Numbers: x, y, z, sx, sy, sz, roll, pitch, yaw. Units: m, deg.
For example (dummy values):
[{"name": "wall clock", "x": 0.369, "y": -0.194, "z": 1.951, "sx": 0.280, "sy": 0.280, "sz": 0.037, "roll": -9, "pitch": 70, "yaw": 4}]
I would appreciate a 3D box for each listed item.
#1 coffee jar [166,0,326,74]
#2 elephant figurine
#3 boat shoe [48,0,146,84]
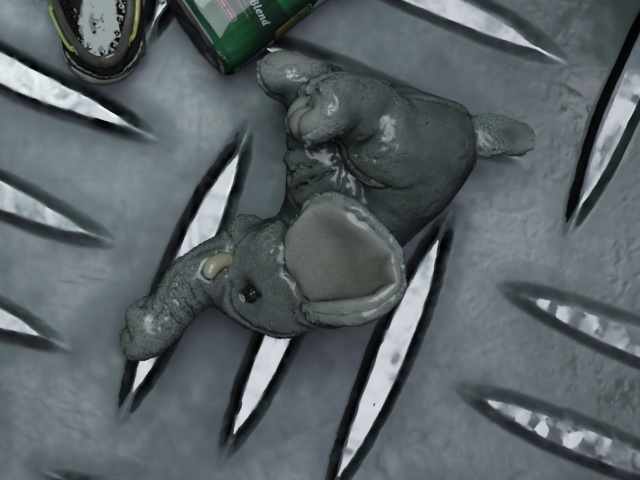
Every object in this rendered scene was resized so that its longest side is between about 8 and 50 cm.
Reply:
[{"name": "coffee jar", "x": -0.020, "y": -0.205, "z": 1.215, "sx": 0.184, "sy": 0.079, "sz": 0.096, "roll": -35, "pitch": 91, "yaw": -8}, {"name": "elephant figurine", "x": 0.000, "y": 0.000, "z": 1.187, "sx": 0.169, "sy": 0.186, "sz": 0.239, "roll": 11, "pitch": 98, "yaw": -48}, {"name": "boat shoe", "x": -0.167, "y": -0.227, "z": 1.204, "sx": 0.081, "sy": 0.069, "sz": 0.227, "roll": -12, "pitch": 89, "yaw": -7}]
